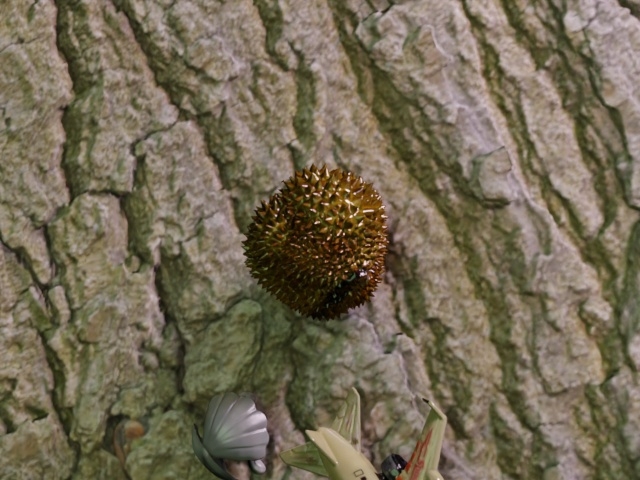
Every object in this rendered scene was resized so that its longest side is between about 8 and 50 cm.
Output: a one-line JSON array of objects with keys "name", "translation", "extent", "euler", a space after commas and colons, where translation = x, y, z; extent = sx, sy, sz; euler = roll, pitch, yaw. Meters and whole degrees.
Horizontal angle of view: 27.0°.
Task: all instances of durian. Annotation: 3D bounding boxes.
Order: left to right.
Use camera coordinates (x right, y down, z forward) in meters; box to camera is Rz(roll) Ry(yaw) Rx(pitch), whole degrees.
[{"name": "durian", "translation": [0.000, 0.000, 1.377], "extent": [0.168, 0.137, 0.158], "euler": [43, 123, 36]}]

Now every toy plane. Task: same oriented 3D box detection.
[{"name": "toy plane", "translation": [0.060, 0.272, 1.318], "extent": [0.229, 0.092, 0.244], "euler": [-43, 65, 13]}]

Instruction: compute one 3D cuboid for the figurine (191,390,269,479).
[{"name": "figurine", "translation": [-0.090, 0.211, 1.426], "extent": [0.086, 0.082, 0.094], "euler": [-40, 75, -2]}]
